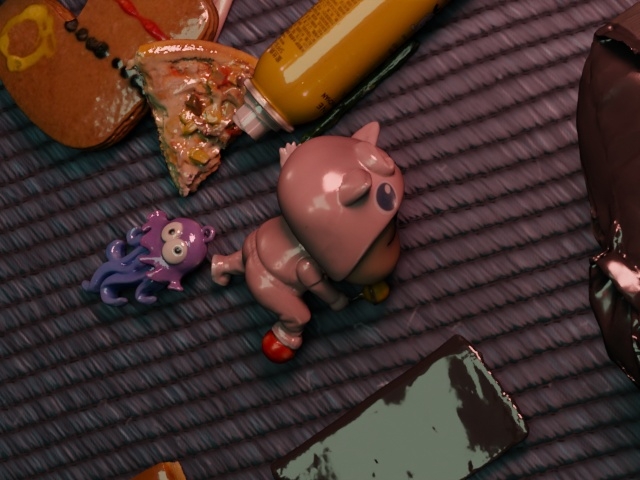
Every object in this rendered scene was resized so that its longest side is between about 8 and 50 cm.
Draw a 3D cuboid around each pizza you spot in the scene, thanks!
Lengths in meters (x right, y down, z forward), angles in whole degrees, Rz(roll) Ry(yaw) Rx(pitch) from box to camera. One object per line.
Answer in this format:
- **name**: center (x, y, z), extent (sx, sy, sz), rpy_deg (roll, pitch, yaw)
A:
- **pizza**: center (-0.150, -0.143, 1.658), extent (0.185, 0.052, 0.195), rpy_deg (7, 106, -13)

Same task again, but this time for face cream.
- **face cream**: center (0.038, -0.245, 1.596), extent (0.348, 0.105, 0.105), rpy_deg (-41, 74, 8)

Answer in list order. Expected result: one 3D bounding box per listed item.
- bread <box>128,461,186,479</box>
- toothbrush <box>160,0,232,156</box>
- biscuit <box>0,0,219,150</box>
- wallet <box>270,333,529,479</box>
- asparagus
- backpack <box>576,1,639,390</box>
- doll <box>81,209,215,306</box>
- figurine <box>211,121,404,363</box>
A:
- **bread**: center (-0.164, 0.379, 1.631), extent (0.088, 0.049, 0.226), rpy_deg (-29, 77, 13)
- **toothbrush**: center (-0.140, -0.246, 1.701), extent (0.025, 0.029, 0.307), rpy_deg (19, 90, 23)
- **biscuit**: center (-0.284, -0.263, 1.724), extent (0.277, 0.052, 0.262), rpy_deg (-43, 68, 12)
- **wallet**: center (0.091, 0.240, 1.573), extent (0.285, 0.030, 0.146), rpy_deg (-37, 71, 10)
- **asparagus**: center (0.030, -0.161, 1.641), extent (0.233, 0.022, 0.023), rpy_deg (-44, 114, 9)
- **backpack**: center (0.425, -0.048, 1.383), extent (0.363, 0.255, 0.446), rpy_deg (-20, 75, 9)
- **doll**: center (-0.211, 0.027, 1.679), extent (0.206, 0.067, 0.110), rpy_deg (-26, 68, 25)
- **figurine**: center (0.000, 0.000, 1.584), extent (0.186, 0.176, 0.287), rpy_deg (31, 116, -22)
